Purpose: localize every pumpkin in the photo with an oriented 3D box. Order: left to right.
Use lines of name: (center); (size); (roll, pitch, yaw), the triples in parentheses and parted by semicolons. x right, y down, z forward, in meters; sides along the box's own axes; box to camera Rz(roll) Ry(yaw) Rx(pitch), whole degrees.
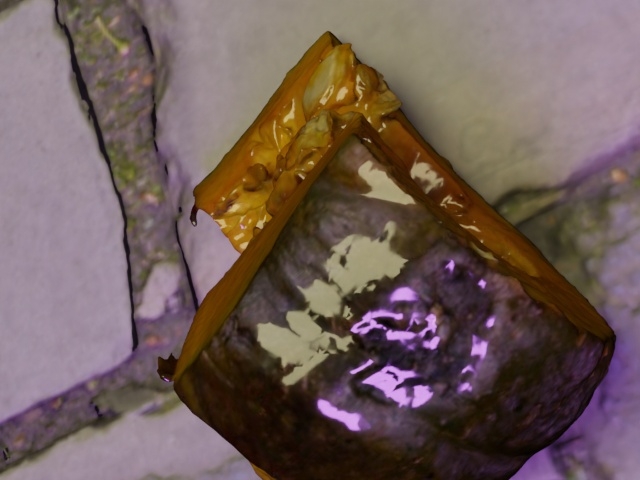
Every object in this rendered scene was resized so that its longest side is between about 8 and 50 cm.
pumpkin: (-0.001, 0.001, 0.695); (0.139, 0.190, 0.280); (-50, 57, 14)
